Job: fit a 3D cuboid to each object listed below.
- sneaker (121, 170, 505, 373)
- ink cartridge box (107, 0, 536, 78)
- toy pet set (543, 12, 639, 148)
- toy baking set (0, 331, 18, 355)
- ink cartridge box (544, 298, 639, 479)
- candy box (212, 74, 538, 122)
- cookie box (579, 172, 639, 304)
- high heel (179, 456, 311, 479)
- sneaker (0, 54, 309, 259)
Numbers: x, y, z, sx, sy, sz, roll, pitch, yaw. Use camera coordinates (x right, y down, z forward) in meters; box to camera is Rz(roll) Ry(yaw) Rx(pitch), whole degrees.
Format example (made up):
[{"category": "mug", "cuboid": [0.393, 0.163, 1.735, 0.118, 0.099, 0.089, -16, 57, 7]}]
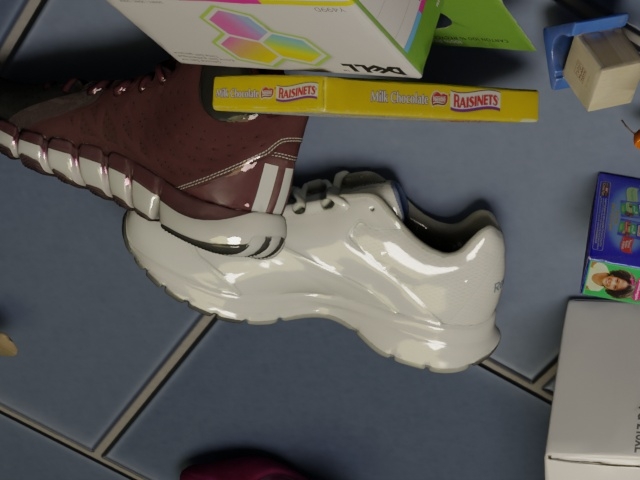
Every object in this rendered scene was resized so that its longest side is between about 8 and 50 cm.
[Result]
[{"category": "sneaker", "cuboid": [0.000, 0.000, 1.451, 0.297, 0.111, 0.129, 12, 118, -2]}, {"category": "ink cartridge box", "cuboid": [-0.001, -0.146, 1.208, 0.189, 0.097, 0.255, 6, 160, 33]}, {"category": "toy pet set", "cuboid": [0.212, -0.124, 1.308, 0.114, 0.065, 0.122, -12, 142, -22]}, {"category": "toy baking set", "cuboid": [-0.381, 0.040, 1.586, 0.256, 0.030, 0.197, 40, 146, -23]}, {"category": "ink cartridge box", "cuboid": [0.233, 0.185, 1.494, 0.100, 0.172, 0.237, 3, 132, 12]}, {"category": "candy box", "cuboid": [0.039, -0.093, 1.277, 0.206, 0.027, 0.105, -1, -178, -45]}, {"category": "cookie box", "cuboid": [0.245, 0.004, 1.380, 0.107, 0.092, 0.040, 10, 136, 6]}, {"category": "high heel", "cuboid": [0.031, 0.311, 1.745, 0.181, 0.127, 0.377, 18, 153, 47]}, {"category": "sneaker", "cuboid": [-0.121, -0.106, 1.384, 0.281, 0.106, 0.162, 25, 99, 23]}]
